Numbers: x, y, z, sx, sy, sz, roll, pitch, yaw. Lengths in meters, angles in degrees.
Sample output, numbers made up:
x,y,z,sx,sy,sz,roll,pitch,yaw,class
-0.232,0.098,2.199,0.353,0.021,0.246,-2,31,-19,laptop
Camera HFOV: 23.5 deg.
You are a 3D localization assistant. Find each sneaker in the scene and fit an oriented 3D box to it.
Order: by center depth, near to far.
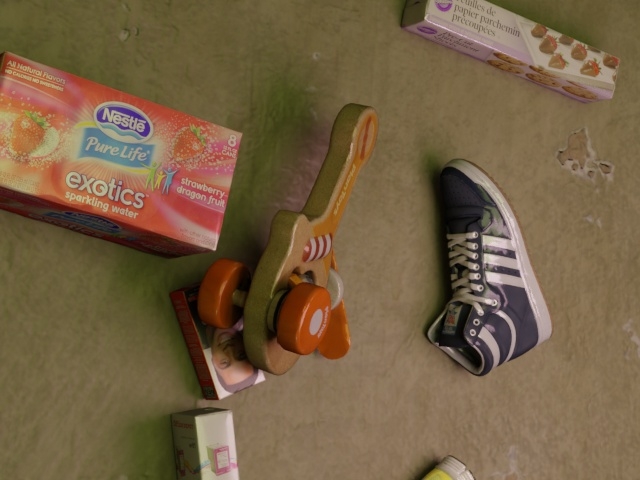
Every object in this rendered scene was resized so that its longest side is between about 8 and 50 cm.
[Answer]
x,y,z,sx,sy,sz,roll,pitch,yaw,class
0.183,0.391,2.015,0.094,0.081,0.208,-30,93,-20,sneaker
0.196,0.043,2.031,0.153,0.099,0.282,-32,104,-28,sneaker

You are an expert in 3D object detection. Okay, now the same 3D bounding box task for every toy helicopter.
x,y,z,sx,sy,sz,roll,pitch,yaw,class
0.000,0.000,1.892,0.355,0.140,0.235,-68,155,-15,toy helicopter

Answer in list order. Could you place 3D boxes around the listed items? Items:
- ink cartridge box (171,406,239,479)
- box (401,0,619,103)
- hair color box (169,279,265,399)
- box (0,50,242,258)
x,y,z,sx,sy,sz,roll,pitch,yaw,class
-0.137,0.264,1.841,0.052,0.088,0.122,-4,88,-25,ink cartridge box
0.264,-0.270,2.111,0.324,0.067,0.063,18,77,-27,box
-0.126,0.118,1.884,0.072,0.043,0.141,-22,97,-29,hair color box
-0.261,-0.092,1.772,0.300,0.142,0.154,19,77,-26,box
